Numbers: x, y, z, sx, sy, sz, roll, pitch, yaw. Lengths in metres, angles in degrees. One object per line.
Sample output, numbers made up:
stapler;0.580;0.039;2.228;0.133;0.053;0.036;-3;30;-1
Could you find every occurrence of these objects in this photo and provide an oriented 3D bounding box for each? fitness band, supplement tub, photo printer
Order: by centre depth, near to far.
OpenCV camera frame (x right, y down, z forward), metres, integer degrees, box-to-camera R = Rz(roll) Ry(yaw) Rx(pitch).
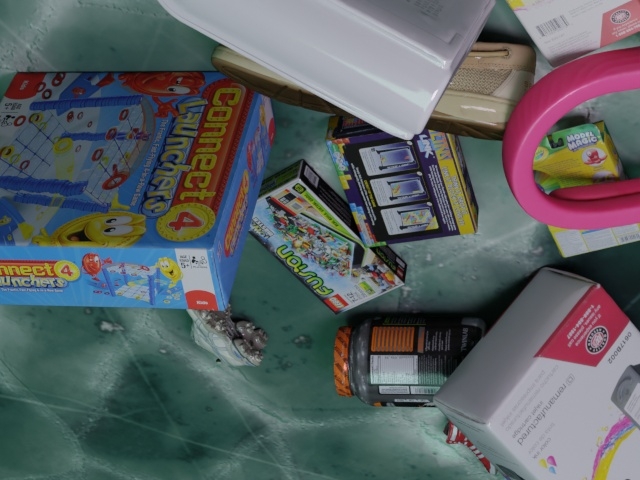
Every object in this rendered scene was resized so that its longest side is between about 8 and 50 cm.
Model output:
photo printer;-0.003;-0.237;1.290;0.307;0.256;0.107;28;121;2
fitness band;0.329;-0.107;1.442;0.291;0.054;0.209;-9;134;-12
supplement tub;0.118;0.155;1.761;0.190;0.117;0.117;0;133;12

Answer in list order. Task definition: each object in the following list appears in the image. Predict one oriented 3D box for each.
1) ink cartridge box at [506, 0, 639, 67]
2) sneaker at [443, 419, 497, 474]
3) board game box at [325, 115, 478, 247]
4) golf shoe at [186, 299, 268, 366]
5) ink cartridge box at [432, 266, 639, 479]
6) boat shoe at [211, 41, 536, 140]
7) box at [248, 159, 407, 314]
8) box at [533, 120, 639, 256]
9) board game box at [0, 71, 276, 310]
ink cartridge box;0.232;-0.278;1.358;0.115;0.067;0.198;-22;127;28
sneaker;0.209;0.281;1.915;0.067;0.042;0.118;-8;124;13
board game box;0.097;-0.076;1.593;0.141;0.048;0.170;-8;131;15
golf shoe;-0.150;0.111;1.810;0.086;0.069;0.176;-16;128;32
ink cartridge box;0.321;0.218;1.683;0.306;0.226;0.131;45;167;-23
boat shoe;0.057;-0.188;1.459;0.341;0.110;0.121;11;177;-5
box;0.000;0.000;1.691;0.114;0.036;0.207;-27;123;32
box;0.295;-0.064;1.569;0.105;0.043;0.179;-14;132;23
board game box;-0.224;-0.062;1.488;0.302;0.308;0.086;0;132;10
